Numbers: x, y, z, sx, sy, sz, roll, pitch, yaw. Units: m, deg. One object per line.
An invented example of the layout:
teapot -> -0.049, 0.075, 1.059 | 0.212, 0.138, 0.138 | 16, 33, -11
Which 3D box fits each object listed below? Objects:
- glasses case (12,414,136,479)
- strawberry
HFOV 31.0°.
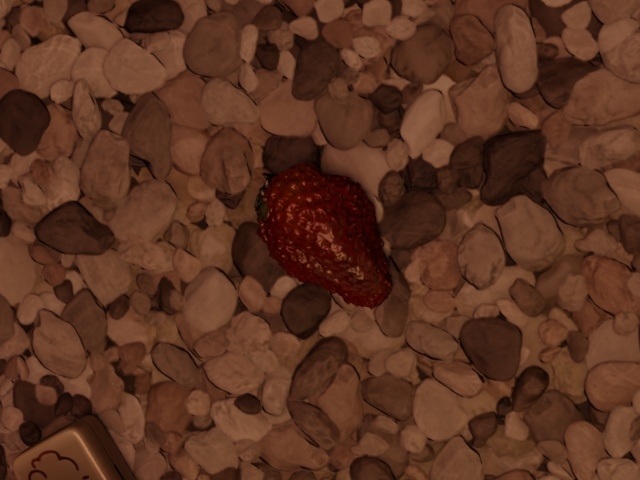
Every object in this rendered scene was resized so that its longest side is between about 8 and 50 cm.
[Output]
glasses case -> -0.333, 0.445, 1.787 | 0.144, 0.076, 0.336 | -31, 91, 15
strawberry -> 0.003, -0.006, 1.623 | 0.236, 0.107, 0.175 | 26, 104, 7
